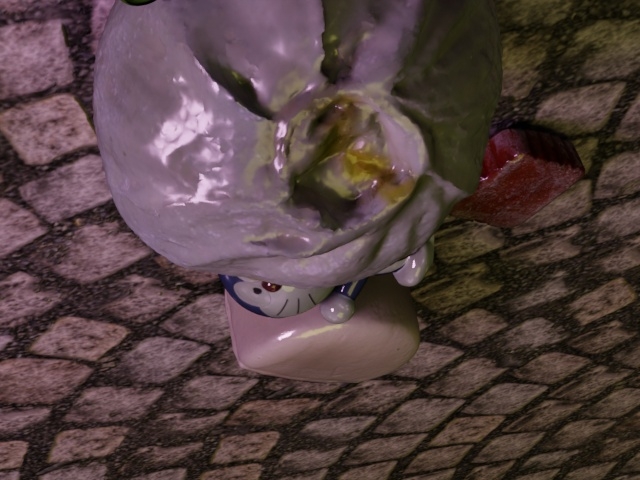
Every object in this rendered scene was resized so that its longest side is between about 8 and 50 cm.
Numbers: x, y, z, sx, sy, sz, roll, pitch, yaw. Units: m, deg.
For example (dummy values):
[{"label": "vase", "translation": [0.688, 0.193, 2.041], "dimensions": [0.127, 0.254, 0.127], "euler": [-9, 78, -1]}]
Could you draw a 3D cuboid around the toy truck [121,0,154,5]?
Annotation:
[{"label": "toy truck", "translation": [-0.138, -0.292, 1.033], "dimensions": [0.210, 0.148, 0.187], "euler": [-49, 152, 21]}]

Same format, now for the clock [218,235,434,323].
[{"label": "clock", "translation": [0.000, 0.000, 1.610], "dimensions": [0.243, 0.146, 0.200], "euler": [-11, 114, -18]}]

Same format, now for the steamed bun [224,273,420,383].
[{"label": "steamed bun", "translation": [0.017, 0.080, 1.766], "dimensions": [0.241, 0.146, 0.164], "euler": [12, 144, -43]}]

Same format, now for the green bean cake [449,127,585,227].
[{"label": "green bean cake", "translation": [0.220, -0.074, 1.707], "dimensions": [0.135, 0.056, 0.135], "euler": [10, 140, -41]}]

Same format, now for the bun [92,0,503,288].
[{"label": "bun", "translation": [-0.009, -0.115, 1.204], "dimensions": [0.361, 0.211, 0.362], "euler": [-5, 115, -11]}]
